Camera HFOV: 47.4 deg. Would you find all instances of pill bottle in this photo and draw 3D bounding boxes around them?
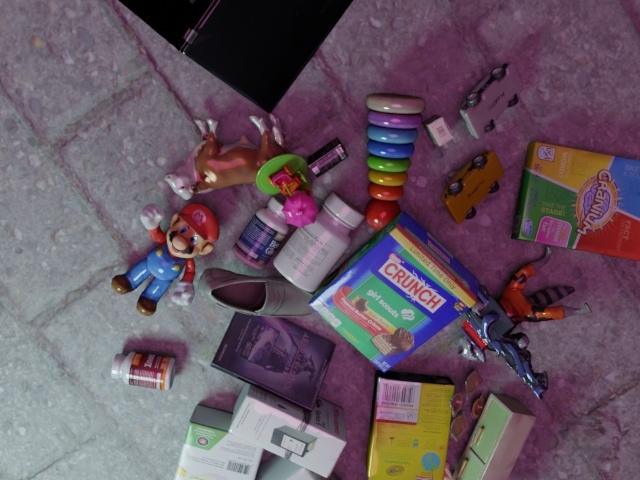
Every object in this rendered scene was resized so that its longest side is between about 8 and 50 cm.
[{"bbox_3d":[-0.453,0.333,1.873,0.152,0.086,0.086,9,102,-2],"label":"pill bottle"},{"bbox_3d":[0.000,0.000,1.780,0.131,0.131,0.229,36,100,-7],"label":"pill bottle"},{"bbox_3d":[-0.135,-0.021,1.794,0.094,0.094,0.169,33,100,-7],"label":"pill bottle"}]

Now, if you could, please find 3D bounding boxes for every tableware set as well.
[{"bbox_3d":[0.378,0.426,1.882,0.168,0.020,0.141,-37,122,-34],"label":"tableware set"}]

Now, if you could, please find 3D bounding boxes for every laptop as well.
[{"bbox_3d":[-0.196,-0.591,1.714,0.408,0.236,0.382,41,100,21],"label":"laptop"}]

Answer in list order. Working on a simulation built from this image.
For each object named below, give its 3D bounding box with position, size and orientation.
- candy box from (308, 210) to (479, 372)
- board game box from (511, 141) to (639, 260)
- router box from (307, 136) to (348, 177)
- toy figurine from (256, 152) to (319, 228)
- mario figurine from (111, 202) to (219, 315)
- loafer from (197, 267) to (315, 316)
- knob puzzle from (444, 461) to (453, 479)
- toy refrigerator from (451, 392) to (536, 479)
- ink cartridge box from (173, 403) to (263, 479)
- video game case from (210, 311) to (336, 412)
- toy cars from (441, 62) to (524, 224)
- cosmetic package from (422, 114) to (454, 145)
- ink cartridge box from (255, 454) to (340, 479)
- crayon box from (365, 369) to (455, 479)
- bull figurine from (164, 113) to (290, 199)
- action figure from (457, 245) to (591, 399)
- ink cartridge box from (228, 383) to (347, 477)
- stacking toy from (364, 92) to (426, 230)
[{"bbox_3d":[0.178,0.128,1.769,0.268,0.122,0.317,42,117,-8],"label":"candy box"},{"bbox_3d":[0.645,-0.094,1.775,0.316,0.064,0.242,9,91,-2],"label":"board game box"},{"bbox_3d":[0.017,-0.199,1.743,0.092,0.122,0.038,-35,104,8],"label":"router box"},{"bbox_3d":[-0.054,-0.093,1.704,0.130,0.159,0.173,-34,145,12],"label":"toy figurine"},{"bbox_3d":[-0.374,0.040,1.765,0.198,0.170,0.320,28,112,-41],"label":"mario figurine"},{"bbox_3d":[-0.142,0.141,1.788,0.319,0.111,0.112,10,103,-24],"label":"loafer"},{"bbox_3d":[0.264,0.654,1.971,0.213,0.030,0.213,0,102,0],"label":"knob puzzle"},{"bbox_3d":[0.446,0.543,1.898,0.094,0.102,0.270,15,103,-26],"label":"toy refrigerator"},{"bbox_3d":[-0.271,0.600,1.913,0.201,0.117,0.278,15,101,-3],"label":"ink cartridge box"},{"bbox_3d":[-0.113,0.287,1.829,0.274,0.196,0.026,26,144,-5],"label":"video game case"},{"bbox_3d":[0.372,-0.236,1.752,0.176,0.087,0.394,3,103,-37],"label":"toy cars"},{"bbox_3d":[0.279,-0.263,1.733,0.041,0.115,0.060,-30,102,7],"label":"cosmetic package"},{"bbox_3d":[-0.039,0.676,1.903,0.168,0.171,0.233,-35,100,7],"label":"ink cartridge box"},{"bbox_3d":[0.228,0.509,1.901,0.202,0.081,0.319,6,96,-2],"label":"crayon box"},{"bbox_3d":[-0.220,-0.201,1.747,0.310,0.101,0.189,-6,101,-10],"label":"bull figurine"},{"bbox_3d":[0.496,0.218,1.804,0.330,0.178,0.341,-32,70,12],"label":"action figure"},{"bbox_3d":[-0.078,0.454,1.842,0.272,0.198,0.115,27,100,-6],"label":"ink cartridge box"},{"bbox_3d":[0.167,-0.180,1.749,0.141,0.141,0.330,4,106,-1],"label":"stacking toy"}]
